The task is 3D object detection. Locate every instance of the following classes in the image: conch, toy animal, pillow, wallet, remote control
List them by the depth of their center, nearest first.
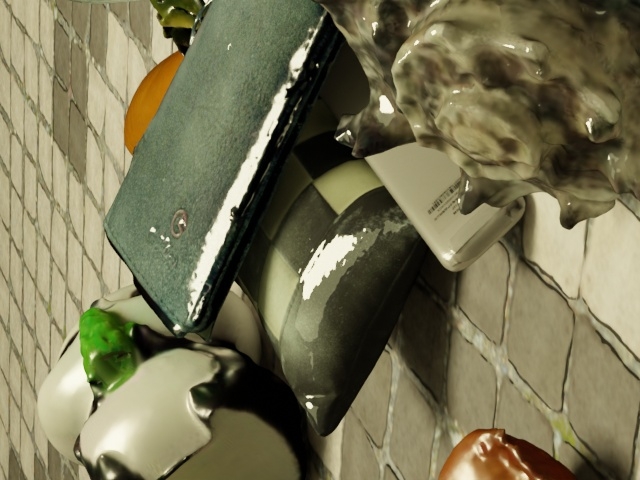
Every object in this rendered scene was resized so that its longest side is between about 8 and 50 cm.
[{"bbox_3d":[0.108,-0.125,1.002,0.241,0.186,0.313,50,132,18],"label":"conch"},{"bbox_3d":[0.064,-0.066,1.300,0.067,0.029,0.261,-44,37,8],"label":"remote control"},{"bbox_3d":[-0.046,-0.128,1.385,0.379,0.046,0.191,-63,31,15],"label":"wallet"},{"bbox_3d":[0.000,0.000,1.397,0.186,0.106,0.250,-65,32,23],"label":"pillow"},{"bbox_3d":[-0.133,0.140,1.661,0.267,0.212,0.213,54,145,43],"label":"toy animal"}]

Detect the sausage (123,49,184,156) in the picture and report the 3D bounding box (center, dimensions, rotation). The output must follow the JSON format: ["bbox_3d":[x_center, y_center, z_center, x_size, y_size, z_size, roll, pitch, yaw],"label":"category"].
[{"bbox_3d":[-0.119,-0.119,1.723,0.238,0.098,0.098,161,103,-68],"label":"sausage"}]

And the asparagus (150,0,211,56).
[{"bbox_3d":[-0.081,-0.330,1.538,0.128,0.108,0.382,4,98,33],"label":"asparagus"}]

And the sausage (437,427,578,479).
[{"bbox_3d":[0.101,0.254,1.215,0.097,0.094,0.348,47,138,39],"label":"sausage"}]

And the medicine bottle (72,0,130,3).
[{"bbox_3d":[-0.212,-0.451,1.884,0.108,0.108,0.426,169,97,-70],"label":"medicine bottle"}]
